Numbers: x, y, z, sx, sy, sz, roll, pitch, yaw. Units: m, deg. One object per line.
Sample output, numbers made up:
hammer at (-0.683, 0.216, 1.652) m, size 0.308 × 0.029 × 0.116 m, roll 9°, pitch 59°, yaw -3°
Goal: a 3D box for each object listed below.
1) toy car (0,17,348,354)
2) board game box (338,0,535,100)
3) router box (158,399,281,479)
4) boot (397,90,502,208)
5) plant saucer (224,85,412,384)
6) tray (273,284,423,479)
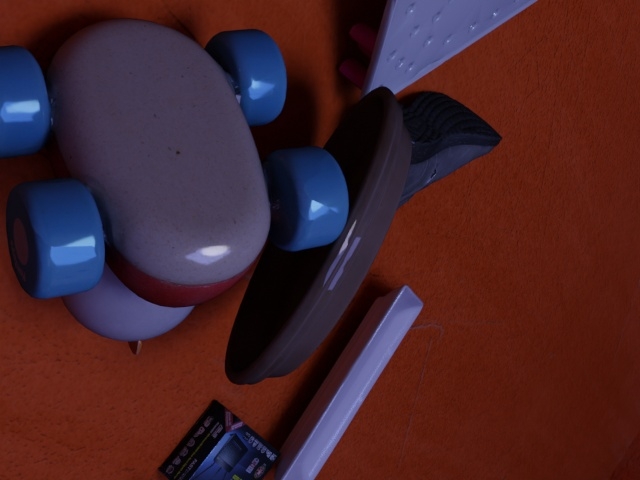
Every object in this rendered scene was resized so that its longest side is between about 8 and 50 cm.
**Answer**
toy car at (-0.141, -0.016, 0.733) m, size 0.219 × 0.210 × 0.238 m, roll -11°, pitch 154°, yaw -32°
board game box at (0.191, -0.342, 0.878) m, size 0.390 × 0.050 × 0.390 m, roll -37°, pitch 159°, yaw -30°
router box at (-0.103, 0.233, 1.047) m, size 0.092 × 0.038 × 0.122 m, roll -51°, pitch 145°, yaw -11°
boot at (0.085, -0.067, 1.045) m, size 0.246 × 0.083 × 0.161 m, roll -16°, pitch 143°, yaw -55°
plant saucer at (0.000, 0.000, 0.840) m, size 0.041 × 0.278 × 0.278 m, roll 27°, pitch 94°, yaw -12°
tray at (0.028, 0.170, 1.151) m, size 0.270 × 0.030 × 0.145 m, roll -57°, pitch 163°, yaw -3°
